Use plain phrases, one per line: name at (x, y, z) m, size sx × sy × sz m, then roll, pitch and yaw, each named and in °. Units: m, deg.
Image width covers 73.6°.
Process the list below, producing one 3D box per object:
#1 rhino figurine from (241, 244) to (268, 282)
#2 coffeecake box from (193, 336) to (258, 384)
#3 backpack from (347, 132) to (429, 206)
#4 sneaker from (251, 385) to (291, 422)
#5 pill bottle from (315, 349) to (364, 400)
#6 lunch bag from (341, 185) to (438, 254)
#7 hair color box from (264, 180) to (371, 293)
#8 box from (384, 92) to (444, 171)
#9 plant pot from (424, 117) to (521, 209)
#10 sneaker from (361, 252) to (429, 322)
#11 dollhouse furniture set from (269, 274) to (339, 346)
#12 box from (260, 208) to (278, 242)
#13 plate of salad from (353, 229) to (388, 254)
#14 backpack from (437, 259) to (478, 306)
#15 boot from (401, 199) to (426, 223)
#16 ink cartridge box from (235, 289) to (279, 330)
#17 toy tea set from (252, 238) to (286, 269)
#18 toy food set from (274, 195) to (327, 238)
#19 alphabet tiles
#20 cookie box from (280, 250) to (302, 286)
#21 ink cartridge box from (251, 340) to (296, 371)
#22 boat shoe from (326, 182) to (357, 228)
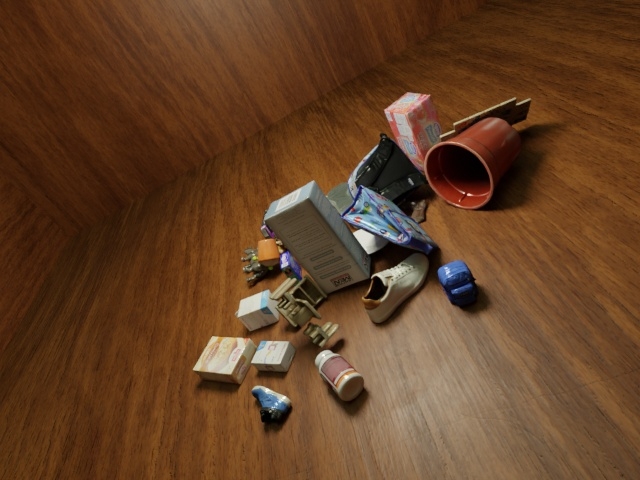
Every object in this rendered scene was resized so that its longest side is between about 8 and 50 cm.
rhino figurine at (-0.289, 0.088, 1.882) m, size 0.106 × 0.073 × 0.243 m, roll -18°, pitch 32°, yaw -5°
coffeecake box at (-0.332, 0.418, 1.503) m, size 0.186 × 0.068 × 0.142 m, roll -6°, pitch 41°, yaw 32°
backpack at (0.242, -0.237, 1.714) m, size 0.263 × 0.276 × 0.213 m, roll -43°, pitch -2°, yaw -22°
sneaker at (-0.167, 0.496, 1.282) m, size 0.152 × 0.058 × 0.084 m, roll 7°, pitch 41°, yaw 35°
pill bottle at (0.050, 0.382, 1.230) m, size 0.086 × 0.086 × 0.152 m, roll -41°, pitch 35°, yaw -13°
lunch bag at (0.253, -0.038, 1.451) m, size 0.293 × 0.221 × 0.138 m, roll 40°, pitch 104°, yaw 34°
hair color box at (0.000, 0.000, 1.472) m, size 0.185 × 0.374 × 0.113 m, roll -24°, pitch 28°, yaw 26°
box at (0.415, -0.456, 1.815) m, size 0.142 × 0.300 × 0.154 m, roll -39°, pitch 34°, yaw -10°
plant pot at (0.568, -0.296, 1.551) m, size 0.265 × 0.272 × 0.272 m, roll -39°, pitch 34°, yaw -26°
sneaker at (0.244, 0.124, 1.375) m, size 0.290 × 0.123 × 0.106 m, roll -46°, pitch 34°, yaw -23°
dollhouse furniture set at (-0.042, 0.207, 1.423) m, size 0.161 × 0.212 × 0.242 m, roll -44°, pitch 9°, yaw -15°
box at (-0.230, -0.057, 1.982) m, size 0.029 × 0.116 × 0.162 m, roll -19°, pitch 36°, yaw 16°
plate of salad at (0.179, 0.008, 1.640) m, size 0.200 × 0.048 × 0.200 m, roll -17°, pitch 28°, yaw 9°
backpack at (0.406, 0.123, 1.248) m, size 0.098 × 0.120 × 0.101 m, roll -27°, pitch 34°, yaw 6°
boot at (0.357, -0.108, 1.660) m, size 0.106 × 0.037 × 0.114 m, roll -10°, pitch 44°, yaw 32°
ink cartridge box at (-0.237, 0.265, 1.600) m, size 0.143 × 0.092 × 0.090 m, roll -21°, pitch 35°, yaw 14°
toy tea set at (-0.109, 0.043, 1.766) m, size 0.336 × 0.200 × 0.124 m, roll -13°, pitch 82°, yaw 28°
toy food set at (-0.072, -0.114, 1.882) m, size 0.220 × 0.092 × 0.306 m, roll -18°, pitch 16°, yaw 16°
alphabet tiles at (0.643, -0.445, 1.683) m, size 0.343 × 0.285 × 0.011 m, roll -21°, pitch 74°, yaw 16°
cookie box at (-0.115, 0.112, 1.684) m, size 0.040 × 0.107 × 0.092 m, roll -26°, pitch 34°, yaw 12°
ink cartridge box at (-0.154, 0.384, 1.421) m, size 0.122 × 0.052 × 0.088 m, roll -7°, pitch 41°, yaw 30°
boat shoe at (0.113, -0.158, 1.868) m, size 0.118 × 0.103 × 0.320 m, roll -31°, pitch 30°, yaw 2°
